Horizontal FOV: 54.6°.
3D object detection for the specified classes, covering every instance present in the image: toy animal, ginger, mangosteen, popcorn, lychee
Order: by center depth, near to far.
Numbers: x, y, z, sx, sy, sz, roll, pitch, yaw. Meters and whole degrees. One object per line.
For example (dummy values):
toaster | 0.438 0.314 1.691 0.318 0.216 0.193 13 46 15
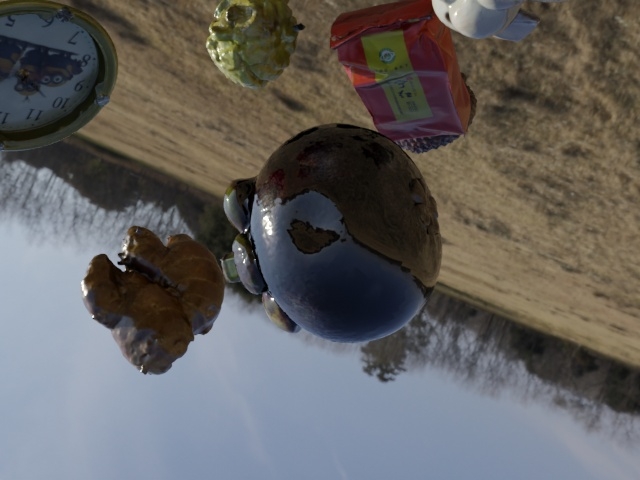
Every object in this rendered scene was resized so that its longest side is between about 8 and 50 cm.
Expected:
toy animal | 0.238 -0.323 0.745 0.178 0.127 0.193 -16 179 -30
mangosteen | 0.000 0.000 0.789 0.302 0.275 0.275 -18 158 25
popcorn | -0.109 -0.353 1.077 0.173 0.173 0.142 25 180 -43
ginger | -0.345 0.105 1.325 0.274 0.152 0.357 36 -139 1
lychee | 0.289 -0.356 1.668 0.236 0.236 0.271 24 136 -34

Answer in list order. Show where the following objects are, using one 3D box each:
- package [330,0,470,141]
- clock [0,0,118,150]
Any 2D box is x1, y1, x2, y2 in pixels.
package | 0.163 -0.314 1.169 0.196 0.123 0.423 -4 162 21
clock | -0.374 -0.211 0.776 0.057 0.237 0.237 54 -169 22
